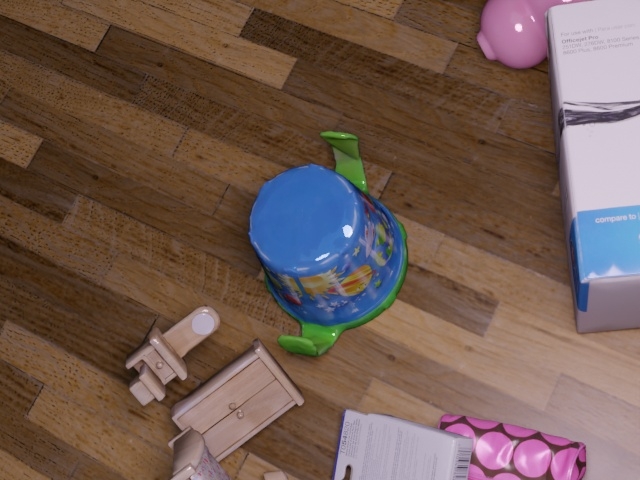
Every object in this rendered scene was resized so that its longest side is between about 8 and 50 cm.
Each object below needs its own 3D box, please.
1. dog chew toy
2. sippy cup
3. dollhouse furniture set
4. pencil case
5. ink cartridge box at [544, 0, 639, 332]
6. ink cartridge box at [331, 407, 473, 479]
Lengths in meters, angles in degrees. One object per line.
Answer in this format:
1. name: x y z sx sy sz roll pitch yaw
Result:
1. dog chew toy: 0.395 -0.381 1.552 0.331 0.206 0.207 -28 67 13
2. sippy cup: 0.000 0.000 1.509 0.240 0.224 0.306 -27 68 5
3. dollhouse furniture set: -0.115 0.269 1.372 0.173 0.355 0.303 -37 105 1
4. pencil case: 0.262 0.310 1.407 0.209 0.095 0.098 6 39 19
5. ink cartridge box: 0.415 -0.099 1.396 0.166 0.285 0.395 -6 71 11
6. ink cartridge box: 0.104 0.362 1.410 0.224 0.045 0.224 6 85 49
